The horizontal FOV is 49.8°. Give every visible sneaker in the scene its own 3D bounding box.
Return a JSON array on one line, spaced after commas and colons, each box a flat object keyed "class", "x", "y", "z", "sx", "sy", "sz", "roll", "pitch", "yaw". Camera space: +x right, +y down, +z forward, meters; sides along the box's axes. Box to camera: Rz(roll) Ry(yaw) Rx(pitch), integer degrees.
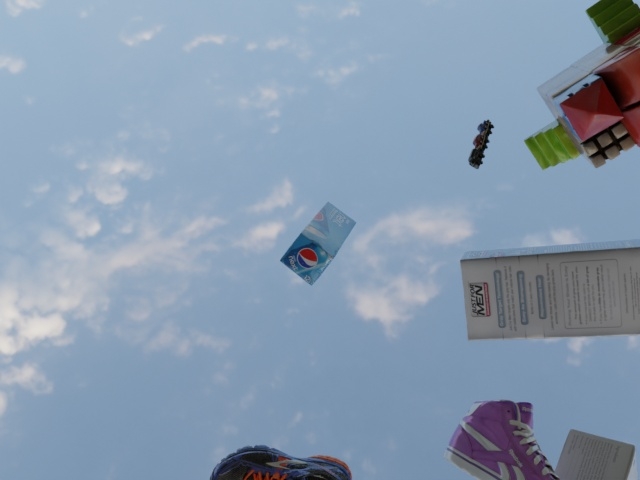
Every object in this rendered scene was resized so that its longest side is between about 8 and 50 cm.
[{"class": "sneaker", "x": -0.054, "y": 0.359, "z": 1.026, "sx": 0.221, "sy": 0.087, "sz": 0.083, "roll": 3, "pitch": -87, "yaw": -10}, {"class": "sneaker", "x": 0.347, "y": 0.358, "z": 1.153, "sx": 0.282, "sy": 0.102, "sz": 0.161, "roll": 22, "pitch": -102, "yaw": 44}]

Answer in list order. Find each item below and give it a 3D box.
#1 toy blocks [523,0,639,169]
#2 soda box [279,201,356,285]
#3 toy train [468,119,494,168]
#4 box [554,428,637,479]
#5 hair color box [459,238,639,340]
[{"class": "toy blocks", "x": 0.395, "y": -0.194, "z": 0.726, "sx": 0.381, "sy": 0.191, "sz": 0.261, "roll": -32, "pitch": -171, "yaw": 18}, {"class": "soda box", "x": 0.000, "y": 0.000, "z": 1.224, "sx": 0.071, "sy": 0.067, "sz": 0.210, "roll": 38, "pitch": -158, "yaw": 0}, {"class": "toy train", "x": 0.367, "y": -0.224, "z": 1.582, "sx": 0.036, "sy": 0.027, "sz": 0.158, "roll": 28, "pitch": -127, "yaw": -3}, {"class": "box", "x": 0.491, "y": 0.477, "z": 1.242, "sx": 0.119, "sy": 0.181, "sz": 0.182, "roll": 7, "pitch": -138, "yaw": 35}, {"class": "hair color box", "x": 0.500, "y": 0.108, "z": 1.479, "sx": 0.374, "sy": 0.185, "sz": 0.113, "roll": -5, "pitch": -172, "yaw": 19}]
